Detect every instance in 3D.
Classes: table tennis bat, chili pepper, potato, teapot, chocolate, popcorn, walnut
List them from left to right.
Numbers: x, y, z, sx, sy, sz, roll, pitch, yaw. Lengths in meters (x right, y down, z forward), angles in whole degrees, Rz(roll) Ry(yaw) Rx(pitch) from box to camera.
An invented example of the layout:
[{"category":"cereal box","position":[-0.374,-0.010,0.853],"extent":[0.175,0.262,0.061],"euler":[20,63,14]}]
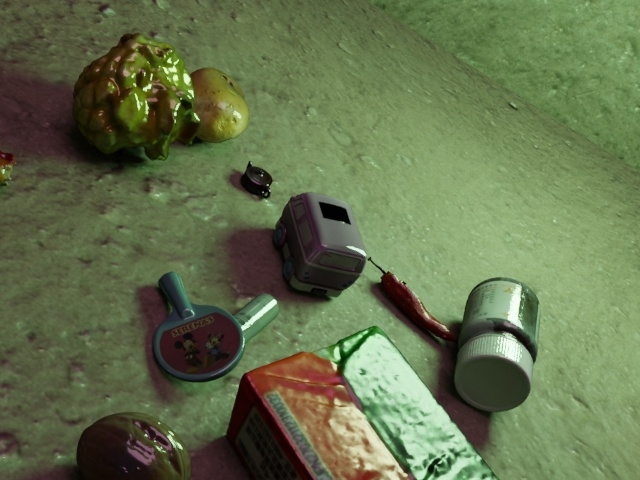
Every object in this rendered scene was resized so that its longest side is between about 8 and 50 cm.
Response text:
[{"category":"walnut","position":[-0.258,0.310,1.184],"extent":[0.162,0.140,0.140],"euler":[48,37,4]},{"category":"popcorn","position":[-0.371,-0.283,1.726],"extent":[0.270,0.224,0.258],"euler":[11,57,-42]},{"category":"table tennis bat","position":[-0.224,0.146,1.463],"extent":[0.153,0.040,0.244],"euler":[-18,49,-19]},{"category":"potato","position":[-0.244,-0.307,1.921],"extent":[0.234,0.146,0.150],"euler":[-108,176,-57]},{"category":"teapot","position":[-0.137,-0.135,1.880],"extent":[0.068,0.045,0.100],"euler":[-9,52,-42]},{"category":"chocolate","position":[0.061,0.345,1.370],"extent":[0.341,0.161,0.360],"euler":[-11,54,-45]},{"category":"chili pepper","position":[0.190,0.131,1.827],"extent":[0.050,0.059,0.268],"euler":[-39,76,-14]}]

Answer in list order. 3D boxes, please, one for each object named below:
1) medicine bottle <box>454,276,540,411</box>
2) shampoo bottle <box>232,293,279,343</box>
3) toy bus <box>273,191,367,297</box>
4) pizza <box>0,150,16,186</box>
[{"category":"medicine bottle","position":[0.369,0.211,1.769],"extent":[0.165,0.165,0.273],"euler":[32,35,-2]},{"category":"shampoo bottle","position":[-0.144,0.159,1.518],"extent":[0.056,0.056,0.195],"euler":[39,35,8]},{"category":"toy bus","position":[0.000,0.000,1.743],"extent":[0.142,0.142,0.202],"euler":[11,41,-28]},{"category":"pizza","position":[-0.749,-0.264,1.481],"extent":[0.440,0.130,0.406],"euler":[14,42,-26]}]
